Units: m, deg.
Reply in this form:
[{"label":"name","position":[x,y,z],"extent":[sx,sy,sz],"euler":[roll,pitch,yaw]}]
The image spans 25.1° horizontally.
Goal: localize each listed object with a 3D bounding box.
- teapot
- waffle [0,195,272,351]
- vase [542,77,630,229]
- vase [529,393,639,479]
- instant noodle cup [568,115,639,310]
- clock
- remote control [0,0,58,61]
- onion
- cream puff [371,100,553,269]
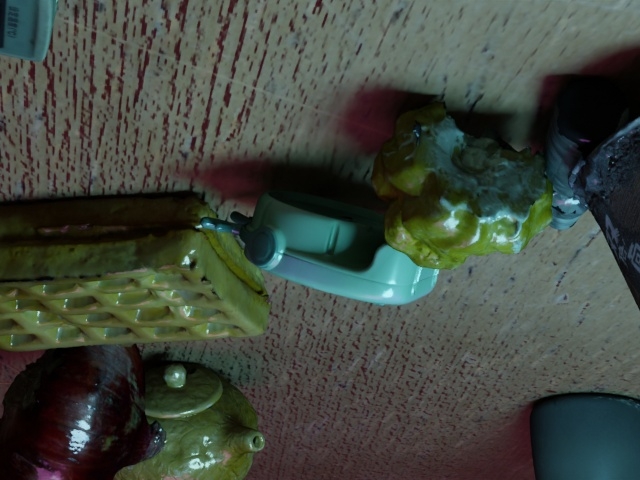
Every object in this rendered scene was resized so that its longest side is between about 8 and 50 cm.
[{"label":"teapot","position":[-0.193,0.227,1.865],"extent":[0.311,0.167,0.203],"euler":[18,-147,35]},{"label":"waffle","position":[-0.231,0.037,1.478],"extent":[0.328,0.098,0.224],"euler":[-5,157,18]},{"label":"vase","position":[0.211,-0.060,1.188],"extent":[0.060,0.060,0.211],"euler":[3,158,4]},{"label":"vase","position":[0.355,0.373,1.870],"extent":[0.173,0.321,0.173],"euler":[5,157,2]},{"label":"instant noodle cup","position":[0.322,0.013,1.082],"extent":[0.217,0.207,0.217],"euler":[-14,157,-6]},{"label":"clock","position":[0.000,0.000,1.300],"extent":[0.211,0.066,0.159],"euler":[16,-171,14]},{"label":"remote control","position":[-0.330,-0.189,1.016],"extent":[0.285,0.038,0.123],"euler":[10,158,-12]},{"label":"onion","position":[-0.281,0.219,1.684],"extent":[0.195,0.272,0.272],"euler":[30,153,-9]},{"label":"cream puff","position":[0.110,-0.032,1.173],"extent":[0.156,0.121,0.156],"euler":[20,160,8]}]
